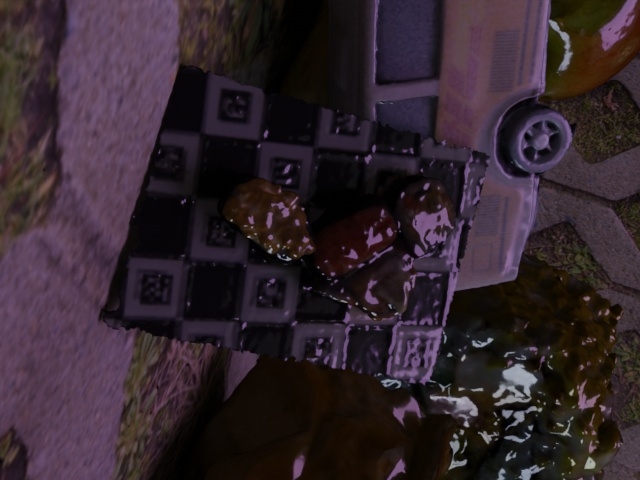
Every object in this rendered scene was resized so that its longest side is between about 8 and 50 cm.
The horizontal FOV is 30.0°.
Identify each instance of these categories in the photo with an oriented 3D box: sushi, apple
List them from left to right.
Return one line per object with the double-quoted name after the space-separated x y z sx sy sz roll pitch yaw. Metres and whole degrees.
0.000 0.000 0.617 0.031 0.201 0.139 22 -81 62 "sushi"
0.163 0.202 1.368 0.240 0.351 0.396 -54 162 -61 "sushi"
0.257 -0.281 1.333 0.226 0.246 0.246 -47 158 -34 "apple"

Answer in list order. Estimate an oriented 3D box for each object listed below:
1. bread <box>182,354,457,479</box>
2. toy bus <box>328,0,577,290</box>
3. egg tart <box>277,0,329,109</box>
-0.017 0.223 0.866 0.196 0.238 0.252 -32 -149 46 "bread"
0.068 -0.137 0.677 0.097 0.138 0.342 -124 -151 -59 "toy bus"
0.052 -0.093 0.870 0.319 0.128 0.319 19 90 -83 "egg tart"
